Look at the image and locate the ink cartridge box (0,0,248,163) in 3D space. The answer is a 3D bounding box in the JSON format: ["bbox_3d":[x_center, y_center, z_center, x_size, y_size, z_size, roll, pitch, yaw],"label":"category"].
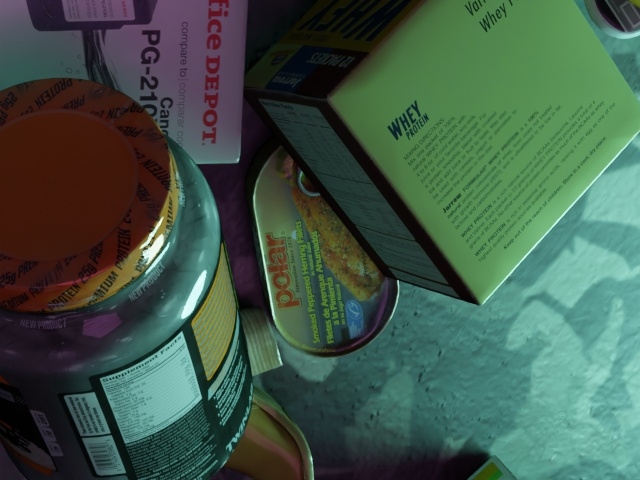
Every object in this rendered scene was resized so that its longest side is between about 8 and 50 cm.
[{"bbox_3d":[-0.173,-0.144,1.218,0.237,0.100,0.172,-2,111,-17],"label":"ink cartridge box"}]

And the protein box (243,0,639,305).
[{"bbox_3d":[0.090,-0.101,1.273,0.200,0.136,0.201,-47,118,-16],"label":"protein box"}]

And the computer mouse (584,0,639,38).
[{"bbox_3d":[0.284,-0.229,1.362,0.193,0.042,0.106,-34,100,-1],"label":"computer mouse"}]

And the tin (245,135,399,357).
[{"bbox_3d":[0.000,0.000,1.365,0.106,0.040,0.190,-15,114,-16],"label":"tin"}]

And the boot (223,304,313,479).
[{"bbox_3d":[-0.093,0.158,1.377,0.152,0.073,0.197,-20,102,-11],"label":"boot"}]

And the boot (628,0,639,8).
[{"bbox_3d":[0.237,-0.311,1.261,0.211,0.104,0.295,30,70,-33],"label":"boot"}]

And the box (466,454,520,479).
[{"bbox_3d":[0.123,0.302,1.480,0.203,0.103,0.114,-43,116,2],"label":"box"}]

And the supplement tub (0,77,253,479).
[{"bbox_3d":[-0.153,0.042,1.173,0.193,0.193,0.316,-22,150,-9],"label":"supplement tub"}]
